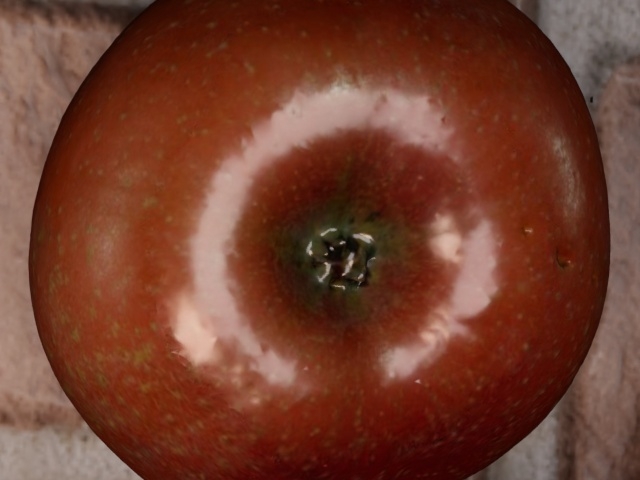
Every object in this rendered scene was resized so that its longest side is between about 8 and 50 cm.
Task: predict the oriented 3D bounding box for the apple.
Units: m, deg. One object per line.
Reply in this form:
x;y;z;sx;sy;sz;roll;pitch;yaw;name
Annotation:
0.000;0.000;1.071;0.348;0.277;0.349;-1;98;-10;apple
